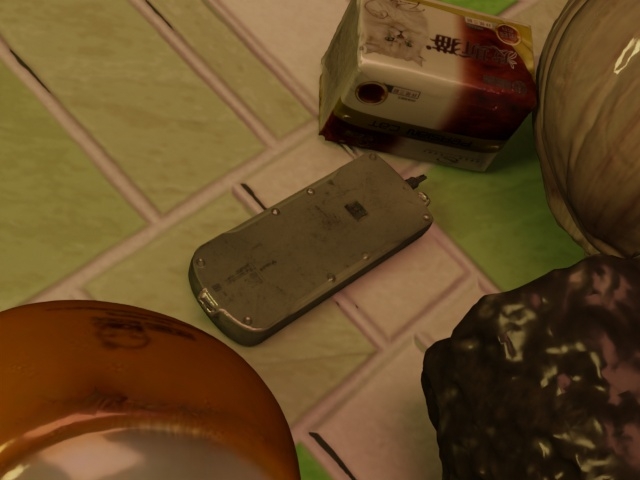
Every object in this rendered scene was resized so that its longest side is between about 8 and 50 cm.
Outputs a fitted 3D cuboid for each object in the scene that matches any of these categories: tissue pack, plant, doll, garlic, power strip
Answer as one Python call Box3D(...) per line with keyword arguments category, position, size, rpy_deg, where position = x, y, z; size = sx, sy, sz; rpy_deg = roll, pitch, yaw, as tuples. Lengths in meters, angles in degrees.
Box3D(category="tissue pack", position=(0.083, -0.128, 0.784), size=(0.148, 0.106, 0.099), rpy_deg=(10, 60, -14))
Box3D(category="plant", position=(0.202, 0.173, 0.588), size=(0.215, 0.213, 0.312), rpy_deg=(-7, 62, -26))
Box3D(category="doll", position=(-0.127, 0.151, 0.516), size=(0.213, 0.236, 0.213), rpy_deg=(20, 13, -5))
Box3D(category="garlic", position=(0.293, -0.078, 0.736), size=(0.317, 0.259, 0.317), rpy_deg=(34, 24, -17))
Box3D(category="power strip", position=(0.000, 0.000, 0.726), size=(0.226, 0.029, 0.080), rpy_deg=(-31, 73, -31))

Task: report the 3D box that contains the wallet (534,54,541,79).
Box3D(category="wallet", position=(0.229, -0.161, 0.914), size=(0.083, 0.011, 0.044), rpy_deg=(-21, 70, -28))
